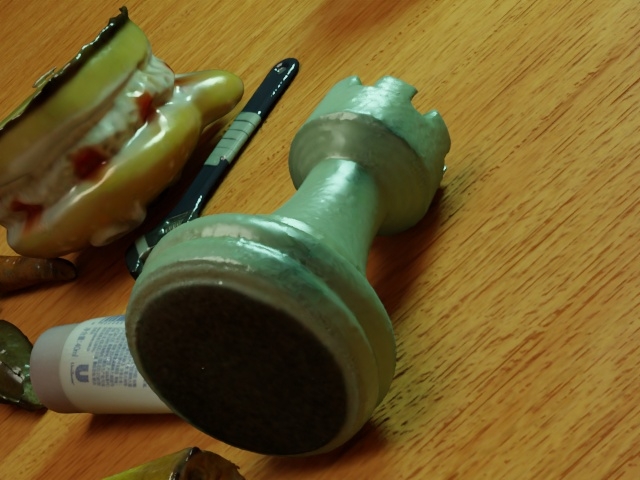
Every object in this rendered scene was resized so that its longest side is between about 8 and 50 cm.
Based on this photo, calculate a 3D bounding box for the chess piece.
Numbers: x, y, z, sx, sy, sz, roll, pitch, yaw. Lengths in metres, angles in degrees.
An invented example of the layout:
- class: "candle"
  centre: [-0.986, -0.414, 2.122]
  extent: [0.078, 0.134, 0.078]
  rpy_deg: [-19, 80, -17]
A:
- class: "chess piece"
  centre: [0.000, 0.000, 1.104]
  extent: [0.195, 0.194, 0.299]
  rpy_deg: [-22, 25, 39]

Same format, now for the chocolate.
- class: "chocolate"
  centre: [-0.151, 0.212, 1.106]
  extent: [0.219, 0.085, 0.085]
  rpy_deg: [-21, 34, 42]

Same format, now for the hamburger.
- class: "hamburger"
  centre: [-0.238, -0.111, 1.580]
  extent: [0.302, 0.186, 0.261]
  rpy_deg: [-49, 16, -20]

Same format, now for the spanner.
- class: "spanner"
  centre: [-0.103, -0.082, 1.537]
  extent: [0.087, 0.024, 0.316]
  rpy_deg: [-5, 45, 51]

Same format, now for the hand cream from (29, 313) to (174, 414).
- class: "hand cream"
  centre: [-0.138, 0.101, 1.268]
  extent: [0.248, 0.083, 0.133]
  rpy_deg: [-6, 44, 36]

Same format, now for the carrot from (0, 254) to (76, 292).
- class: "carrot"
  centre: [-0.337, 0.035, 1.679]
  extent: [0.191, 0.047, 0.047]
  rpy_deg: [-8, 44, 47]

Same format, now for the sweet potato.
- class: "sweet potato"
  centre: [-0.359, 0.135, 1.534]
  extent: [0.286, 0.085, 0.112]
  rpy_deg: [4, 87, 44]
